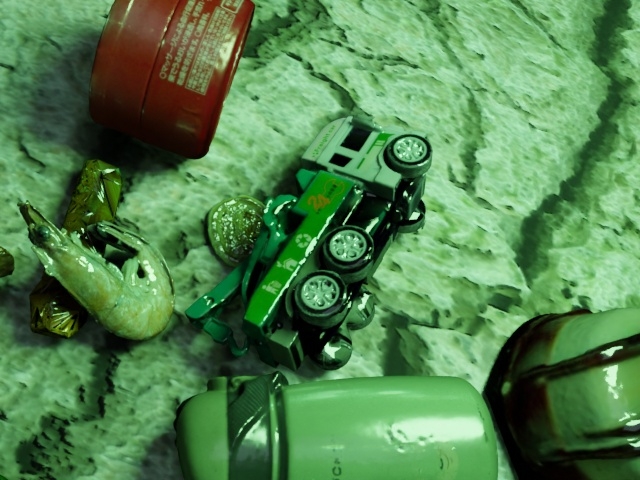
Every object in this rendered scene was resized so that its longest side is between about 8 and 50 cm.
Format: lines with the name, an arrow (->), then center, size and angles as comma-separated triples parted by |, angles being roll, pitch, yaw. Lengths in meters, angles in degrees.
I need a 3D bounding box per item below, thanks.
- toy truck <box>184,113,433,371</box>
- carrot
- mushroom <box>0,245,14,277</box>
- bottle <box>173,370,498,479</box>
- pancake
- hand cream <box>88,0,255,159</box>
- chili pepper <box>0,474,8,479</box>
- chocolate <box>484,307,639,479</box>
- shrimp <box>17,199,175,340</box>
toy truck -> 0.008, 0.001, 0.754 | 0.178, 0.176, 0.363 | 27, 63, 20
carrot -> -0.293, 0.005, 0.731 | 0.069, 0.069, 0.228 | 13, 65, -10
mushroom -> -0.534, -0.031, 0.636 | 0.301, 0.233, 0.208 | 60, 22, -2
bottle -> 0.011, 0.234, 0.675 | 0.347, 0.168, 0.168 | 4, 69, -10
pancake -> -0.106, -0.014, 0.815 | 0.108, 0.017, 0.108 | 7, 67, -17
hand cream -> -0.182, -0.226, 0.762 | 0.150, 0.230, 0.230 | 18, 66, -9
chili pepper -> -0.345, 0.307, 0.500 | 0.234, 0.256, 0.248 | 14, 65, -4
chocolate -> 0.384, 0.206, 0.771 | 0.284, 0.186, 0.283 | 5, 69, -13
shrimp -> -0.250, 0.024, 0.696 | 0.223, 0.048, 0.126 | 52, 41, -30
